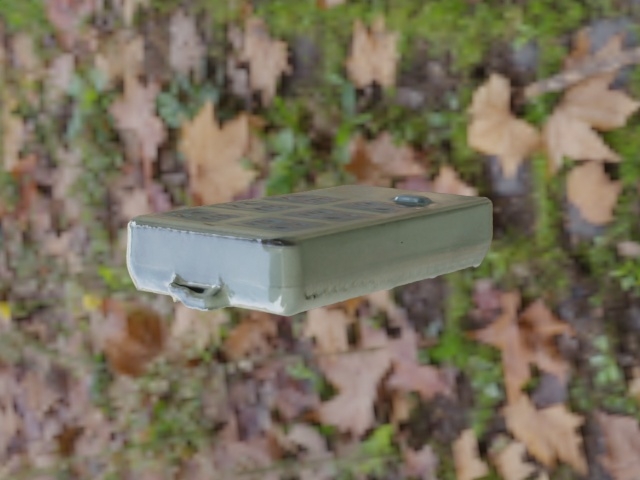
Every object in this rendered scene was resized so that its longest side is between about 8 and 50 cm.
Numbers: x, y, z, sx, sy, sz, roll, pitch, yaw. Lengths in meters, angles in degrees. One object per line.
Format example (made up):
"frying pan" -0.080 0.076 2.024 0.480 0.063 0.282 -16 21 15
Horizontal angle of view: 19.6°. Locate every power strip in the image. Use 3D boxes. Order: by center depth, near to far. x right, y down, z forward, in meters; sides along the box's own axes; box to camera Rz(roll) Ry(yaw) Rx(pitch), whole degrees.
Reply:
"power strip" 0.000 0.000 0.379 0.040 0.090 0.016 7 101 33
